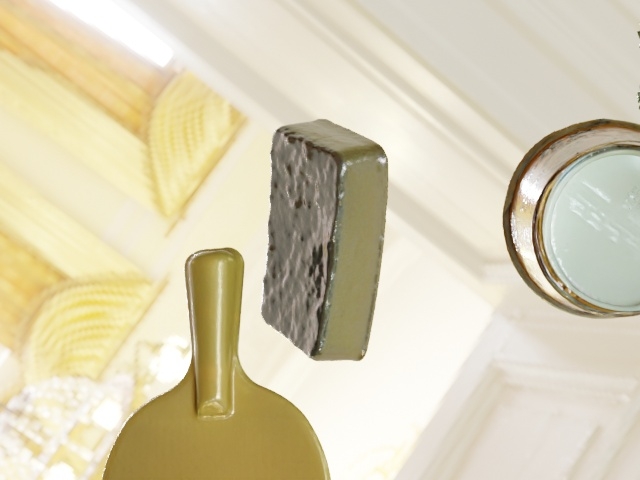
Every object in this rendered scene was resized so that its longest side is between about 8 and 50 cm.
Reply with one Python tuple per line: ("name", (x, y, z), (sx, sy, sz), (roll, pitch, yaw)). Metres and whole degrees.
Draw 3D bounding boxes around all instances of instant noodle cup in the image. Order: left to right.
("instant noodle cup", (0.291, -0.015, 1.341), (0.216, 0.216, 0.172), (-50, 178, 8))

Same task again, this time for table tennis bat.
("table tennis bat", (-0.090, 0.163, 1.139), (0.050, 0.198, 0.321), (56, 32, -75))

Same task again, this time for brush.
("brush", (0.000, 0.000, 1.172), (0.123, 0.059, 0.197), (29, -61, 54))

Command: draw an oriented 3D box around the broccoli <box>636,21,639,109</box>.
("broccoli", (0.451, -0.167, 1.143), (0.413, 0.321, 0.310), (99, -23, -47))
